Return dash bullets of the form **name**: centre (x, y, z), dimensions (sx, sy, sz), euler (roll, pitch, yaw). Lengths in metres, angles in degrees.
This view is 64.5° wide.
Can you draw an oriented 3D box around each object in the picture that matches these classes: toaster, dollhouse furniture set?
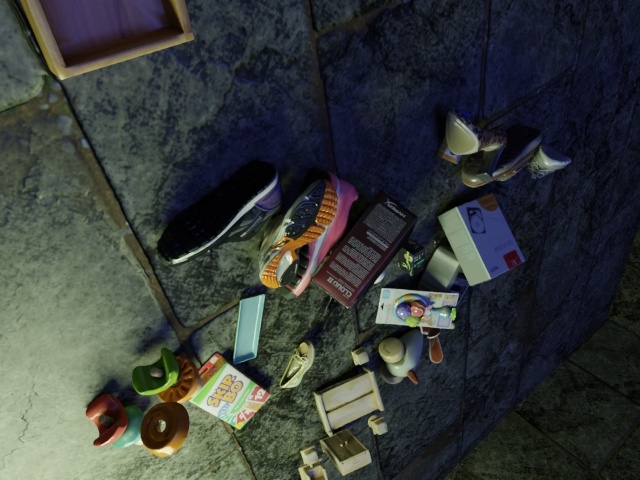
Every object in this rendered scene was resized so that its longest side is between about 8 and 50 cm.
- **toaster**: centre (0.410, 0.107, 1.631), dimensions (0.185, 0.110, 0.168), euler (13, 106, -46)
- **dollhouse furniture set**: centre (0.028, 0.541, 1.625), dimensions (0.303, 0.174, 0.356), euler (-18, 99, -18)

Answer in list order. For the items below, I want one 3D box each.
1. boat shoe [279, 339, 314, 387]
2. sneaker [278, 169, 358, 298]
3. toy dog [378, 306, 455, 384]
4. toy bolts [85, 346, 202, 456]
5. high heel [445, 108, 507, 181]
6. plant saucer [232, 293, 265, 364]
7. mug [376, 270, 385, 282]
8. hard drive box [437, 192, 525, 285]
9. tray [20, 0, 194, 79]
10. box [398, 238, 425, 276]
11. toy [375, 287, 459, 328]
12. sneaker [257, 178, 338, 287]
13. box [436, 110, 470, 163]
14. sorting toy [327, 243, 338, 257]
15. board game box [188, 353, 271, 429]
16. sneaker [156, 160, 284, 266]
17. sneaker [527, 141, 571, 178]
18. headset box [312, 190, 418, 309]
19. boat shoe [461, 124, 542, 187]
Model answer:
- **boat shoe**: centre (-0.064, 0.340, 1.391), dimensions (0.048, 0.056, 0.153), euler (3, 121, -49)
- **sneaker**: centre (0.000, 0.000, 1.168), dimensions (0.136, 0.116, 0.314), euler (10, 109, -42)
- **toy dog**: centre (0.341, 0.359, 1.697), dimensions (0.334, 0.161, 0.220), euler (-49, 139, -6)
- **toy bolts**: centre (-0.343, 0.374, 1.064), dimensions (0.228, 0.218, 0.158), euler (-33, 144, 3)
- **high heel**: centre (0.420, -0.307, 1.368), dimensions (0.261, 0.093, 0.186), euler (44, 61, -36)
- **plant saucer**: centre (-0.177, 0.213, 1.228), dimensions (0.067, 0.018, 0.192), euler (-11, 125, -38)
- **mug**: centre (0.136, 0.072, 1.403), dimensions (0.062, 0.078, 0.064), euler (-29, 134, 21)
- **hard drive box**: centre (0.488, -0.006, 1.537), dimensions (0.181, 0.232, 0.089), euler (-21, 174, -33)
- **tray**: centre (-0.312, -0.436, 0.624), dimensions (0.202, 0.076, 0.411), euler (-29, 132, -25)
- **box**: centre (0.268, 0.050, 1.496), dimensions (0.052, 0.062, 0.083), euler (-28, 132, -25)
- **toy**: centre (0.298, 0.220, 1.550), dimensions (0.237, 0.056, 0.137), euler (3, 119, -5)
- **sneaker**: centre (-0.066, -0.032, 1.079), dimensions (0.099, 0.121, 0.262), euler (20, 114, -36)
- **box**: centre (0.378, -0.285, 1.399), dimensions (0.081, 0.028, 0.136), euler (9, 112, -45)
- **sorting toy**: centre (0.019, 0.012, 1.255), dimensions (0.102, 0.042, 0.061), euler (28, 96, -48)
- **board game box**: centre (-0.232, 0.385, 1.283), dimensions (0.124, 0.039, 0.259), euler (-46, 136, -10)
- **sneaker**: centre (-0.181, -0.024, 1.004), dimensions (0.283, 0.107, 0.124), euler (-39, 143, -16)
- **sneaker**: centre (0.726, -0.242, 1.635), dimensions (0.115, 0.105, 0.281), euler (-59, 165, 21)
- **headset box**: centre (0.100, 0.048, 1.235), dimensions (0.293, 0.110, 0.218), euler (-52, 169, -5)
- **boat shoe**: centre (0.550, -0.231, 1.527), dimensions (0.324, 0.123, 0.116), euler (-30, 136, -23)
